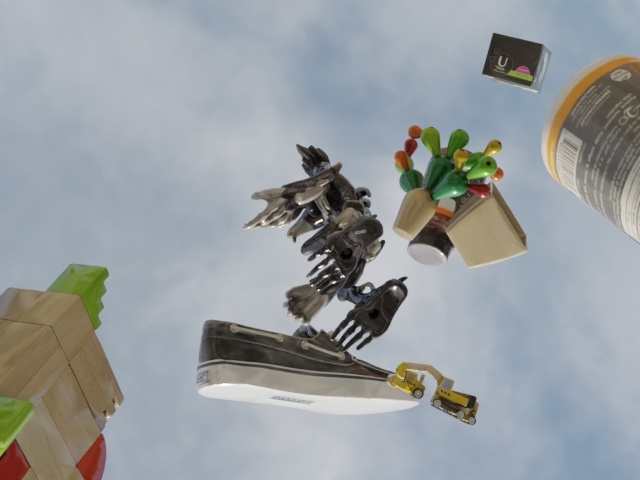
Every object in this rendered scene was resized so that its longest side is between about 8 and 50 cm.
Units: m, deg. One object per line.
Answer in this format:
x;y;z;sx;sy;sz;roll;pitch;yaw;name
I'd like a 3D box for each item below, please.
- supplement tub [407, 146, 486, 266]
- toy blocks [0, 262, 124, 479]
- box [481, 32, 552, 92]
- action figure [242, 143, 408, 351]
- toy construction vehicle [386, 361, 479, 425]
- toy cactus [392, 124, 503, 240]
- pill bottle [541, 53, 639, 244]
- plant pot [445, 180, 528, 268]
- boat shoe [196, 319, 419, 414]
0.208;-0.054;1.856;0.106;0.106;0.198;31;-120;-15;supplement tub
-0.310;0.239;1.089;0.381;0.190;0.261;-56;-39;-44;toy blocks
0.230;-0.207;1.288;0.062;0.052;0.083;17;-173;17;box
0.000;0.000;1.136;0.164;0.141;0.276;61;-178;-21;action figure
0.116;0.147;1.082;0.098;0.086;0.035;26;-95;2;toy construction vehicle
0.165;-0.079;1.592;0.112;0.219;0.180;43;-108;-39;toy cactus
0.364;-0.065;1.109;0.162;0.162;0.278;-1;-149;-33;pill bottle
0.257;-0.016;1.738;0.109;0.096;0.109;57;-166;-6;plant pot
-0.010;0.153;1.361;0.301;0.108;0.102;10;-113;-24;boat shoe
